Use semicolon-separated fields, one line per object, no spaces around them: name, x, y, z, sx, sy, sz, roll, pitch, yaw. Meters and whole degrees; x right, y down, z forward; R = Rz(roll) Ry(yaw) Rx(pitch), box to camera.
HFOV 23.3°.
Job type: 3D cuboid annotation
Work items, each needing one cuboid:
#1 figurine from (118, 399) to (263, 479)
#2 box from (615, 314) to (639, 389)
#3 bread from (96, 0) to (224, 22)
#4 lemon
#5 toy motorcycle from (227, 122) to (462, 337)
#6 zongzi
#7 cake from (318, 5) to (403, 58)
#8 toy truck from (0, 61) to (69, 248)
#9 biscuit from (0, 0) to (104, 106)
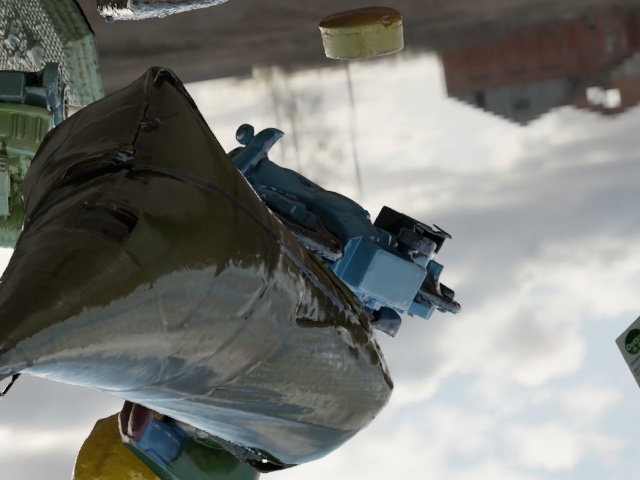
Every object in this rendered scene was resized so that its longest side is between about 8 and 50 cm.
figurine;-0.095;0.172;1.706;0.234;0.185;0.127;-52;-175;-16
box;0.290;0.073;1.168;0.043;0.089;0.125;15;130;-35
bread;-0.176;-0.321;1.825;0.165;0.113;0.416;-16;-169;-10
lemon;-0.220;0.257;1.761;0.114;0.155;0.114;18;163;6
toy motorcycle;0.000;0.000;1.236;0.182;0.123;0.272;30;-178;38
zongzi;-0.063;0.070;0.807;0.123;0.260;0.289;-32;-155;18
cake;0.041;-0.203;1.516;0.084;0.044;0.084;-8;-167;2
toy truck;-0.231;-0.055;1.164;0.085;0.116;0.191;3;162;-3
biscuit;-0.340;-0.245;1.880;0.052;0.150;0.252;-19;-158;-29
